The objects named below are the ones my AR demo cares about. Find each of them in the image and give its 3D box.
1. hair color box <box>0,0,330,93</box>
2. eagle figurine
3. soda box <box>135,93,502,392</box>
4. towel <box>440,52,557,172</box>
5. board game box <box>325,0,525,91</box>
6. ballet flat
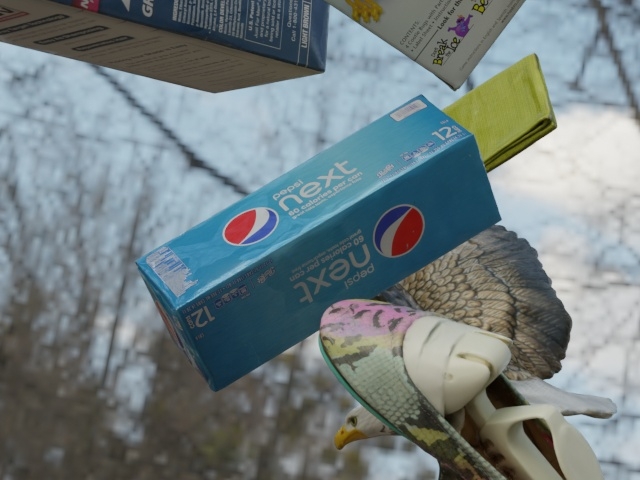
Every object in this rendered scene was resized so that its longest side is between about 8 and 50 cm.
[{"bbox_3d":[-0.175,-0.223,1.730,0.347,0.105,0.174,10,-10,-41],"label":"hair color box"},{"bbox_3d":[0.083,0.084,1.465,0.225,0.298,0.226,-19,-20,0],"label":"eagle figurine"},{"bbox_3d":[0.000,0.000,1.156,0.210,0.067,0.071,-30,-54,-11],"label":"soda box"},{"bbox_3d":[0.105,-0.080,1.736,0.237,0.102,0.021,-32,-47,22],"label":"towel"},{"bbox_3d":[0.020,-0.251,1.292,0.275,0.142,0.144,33,-70,-11],"label":"board game box"},{"bbox_3d":[0.098,0.101,1.055,0.221,0.077,0.079,45,-40,1],"label":"ballet flat"}]
